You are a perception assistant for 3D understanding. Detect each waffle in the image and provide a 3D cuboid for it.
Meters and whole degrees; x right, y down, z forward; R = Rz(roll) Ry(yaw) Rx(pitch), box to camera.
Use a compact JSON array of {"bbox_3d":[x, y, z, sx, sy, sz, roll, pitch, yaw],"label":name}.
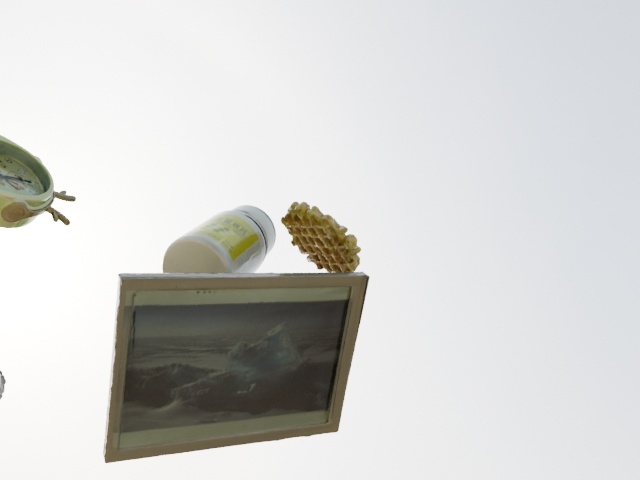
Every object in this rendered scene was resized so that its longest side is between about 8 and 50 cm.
[{"bbox_3d":[0.003,0.000,1.422,0.191,0.038,0.191,31,-29,20],"label":"waffle"}]

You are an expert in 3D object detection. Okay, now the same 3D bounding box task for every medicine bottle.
[{"bbox_3d":[-0.187,0.022,1.400,0.144,0.258,0.143,5,-72,16],"label":"medicine bottle"}]

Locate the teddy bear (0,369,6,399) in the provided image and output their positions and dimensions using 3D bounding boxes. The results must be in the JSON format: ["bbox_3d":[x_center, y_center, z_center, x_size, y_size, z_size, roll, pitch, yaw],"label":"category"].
[{"bbox_3d":[-0.601,0.307,1.055,0.156,0.267,0.256,5,-3,13],"label":"teddy bear"}]

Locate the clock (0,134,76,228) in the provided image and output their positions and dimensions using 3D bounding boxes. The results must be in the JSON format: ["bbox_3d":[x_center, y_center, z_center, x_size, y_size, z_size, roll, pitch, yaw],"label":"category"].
[{"bbox_3d":[-0.666,-0.118,1.503,0.308,0.235,0.096,28,-67,-24],"label":"clock"}]

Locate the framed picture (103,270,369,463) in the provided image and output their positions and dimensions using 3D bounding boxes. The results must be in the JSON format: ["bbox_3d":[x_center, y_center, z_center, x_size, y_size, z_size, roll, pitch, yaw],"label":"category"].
[{"bbox_3d":[-0.135,0.210,1.238,0.447,0.028,0.325,0,-73,-29],"label":"framed picture"}]
